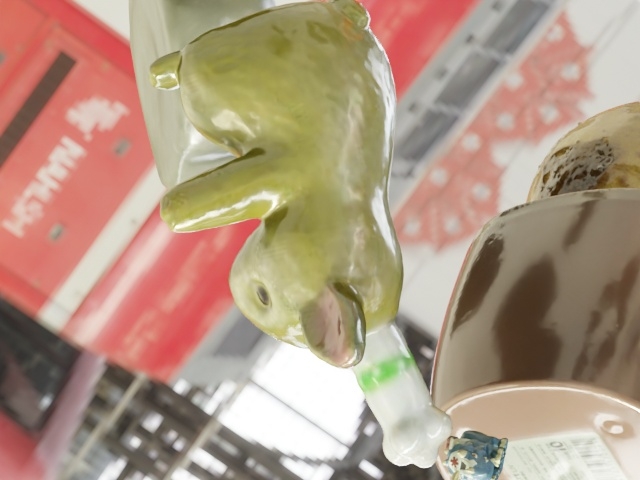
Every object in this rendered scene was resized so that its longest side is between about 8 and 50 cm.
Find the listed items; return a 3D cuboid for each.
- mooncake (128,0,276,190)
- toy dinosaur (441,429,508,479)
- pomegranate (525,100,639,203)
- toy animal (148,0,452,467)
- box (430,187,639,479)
[{"bbox_3d":[-0.119,-0.189,1.796,0.275,0.135,0.275,175,-90,-77],"label":"mooncake"},{"bbox_3d":[0.117,0.164,1.314,0.083,0.047,0.030,-38,141,-75],"label":"toy dinosaur"},{"bbox_3d":[0.333,-0.006,1.714,0.281,0.281,0.281,-52,-170,13],"label":"pomegranate"},{"bbox_3d":[-0.017,-0.003,1.324,0.180,0.181,0.363,-13,-109,26],"label":"toy animal"},{"bbox_3d":[0.242,0.126,1.484,0.301,0.301,0.216,-44,-166,45],"label":"box"}]
